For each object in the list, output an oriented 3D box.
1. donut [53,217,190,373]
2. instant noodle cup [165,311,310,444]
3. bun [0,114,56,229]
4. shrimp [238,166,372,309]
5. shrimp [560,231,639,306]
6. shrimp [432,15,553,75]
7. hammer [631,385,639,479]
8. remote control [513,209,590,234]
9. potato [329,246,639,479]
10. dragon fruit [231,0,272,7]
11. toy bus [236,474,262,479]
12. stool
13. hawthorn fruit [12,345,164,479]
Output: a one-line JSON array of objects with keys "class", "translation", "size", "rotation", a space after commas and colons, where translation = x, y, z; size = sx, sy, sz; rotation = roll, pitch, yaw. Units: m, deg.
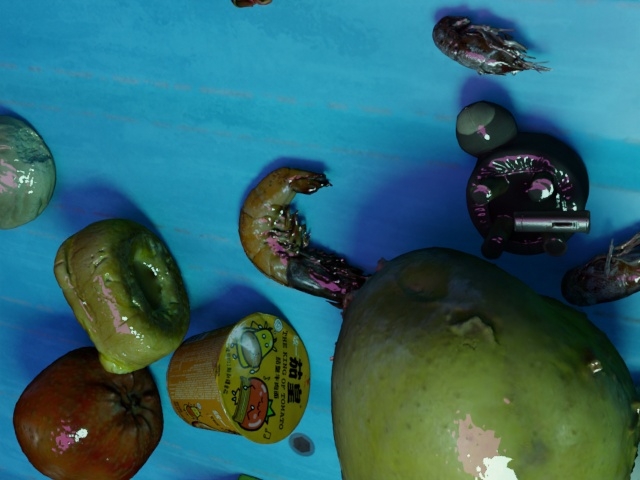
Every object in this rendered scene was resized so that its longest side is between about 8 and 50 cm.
[{"class": "donut", "translation": [-0.327, 0.086, 1.451], "size": [0.128, 0.208, 0.261], "rotation": [-21, 100, 26]}, {"class": "instant noodle cup", "translation": [-0.147, 0.236, 1.445], "size": [0.172, 0.216, 0.215], "rotation": [-11, 109, 41]}, {"class": "bun", "translation": [-0.586, -0.115, 1.538], "size": [0.221, 0.108, 0.221], "rotation": [12, 120, 21]}, {"class": "shrimp", "translation": [0.000, 0.000, 1.332], "size": [0.290, 0.054, 0.222], "rotation": [29, 124, 16]}, {"class": "shrimp", "translation": [0.409, 0.037, 1.137], "size": [0.190, 0.075, 0.073], "rotation": [-32, 66, 42]}, {"class": "shrimp", "translation": [0.221, -0.245, 1.094], "size": [0.165, 0.065, 0.056], "rotation": [20, 154, 11]}, {"class": "hammer", "translation": [0.578, 0.298, 1.167], "size": [0.336, 0.119, 0.206], "rotation": [-5, 114, 22]}, {"class": "remote control", "translation": [0.282, -0.021, 1.036], "size": [0.091, 0.016, 0.034], "rotation": [0, 119, 18]}, {"class": "potato", "translation": [0.201, 0.165, 1.101], "size": [0.442, 0.385, 0.319], "rotation": [21, 126, 62]}, {"class": "dragon fruit", "translation": [-0.076, -0.379, 1.129], "size": [0.136, 0.166, 0.133], "rotation": [-20, 149, 29]}, {"class": "toy bus", "translation": [-0.163, 0.572, 1.582], "size": [0.128, 0.262, 0.150], "rotation": [15, 118, 19]}, {"class": "stool", "translation": [0.249, -0.067, 1.120], "size": [0.228, 0.139, 0.153], "rotation": [37, 123, 2]}, {"class": "hawthorn fruit", "translation": [-0.440, 0.335, 1.607], "size": [0.300, 0.275, 0.275], "rotation": [-16, 107, 48]}]
